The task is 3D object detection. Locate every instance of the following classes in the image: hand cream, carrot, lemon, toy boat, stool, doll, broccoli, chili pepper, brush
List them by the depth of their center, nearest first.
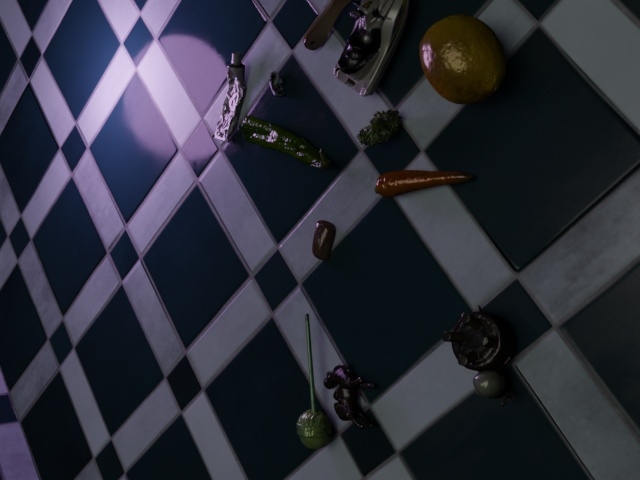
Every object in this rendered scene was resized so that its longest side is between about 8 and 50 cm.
[{"bbox_3d":[0.336,0.239,1.594,0.125,0.121,0.217,-19,71,38],"label":"stool"},{"bbox_3d":[0.299,-0.380,1.612,0.170,0.170,0.207,-39,68,33],"label":"lemon"},{"bbox_3d":[0.228,-0.139,1.741,0.256,0.061,0.061,-8,84,37],"label":"carrot"},{"bbox_3d":[0.136,-0.267,1.798,0.097,0.092,0.095,9,76,30],"label":"broccoli"},{"bbox_3d":[0.112,-0.484,1.805,0.141,0.140,0.270,41,128,34],"label":"toy boat"},{"bbox_3d":[0.064,0.375,1.868,0.165,0.057,0.139,6,95,50],"label":"doll"},{"bbox_3d":[0.053,-0.620,1.908,0.327,0.070,0.065,-52,40,29],"label":"brush"},{"bbox_3d":[-0.083,-0.253,2.002,0.359,0.076,0.085,27,133,42],"label":"chili pepper"},{"bbox_3d":[-0.117,-0.423,2.061,0.038,0.038,0.083,-31,69,36],"label":"toy boat"},{"bbox_3d":[-0.256,-0.408,2.176,0.084,0.050,0.257,26,112,41],"label":"hand cream"}]

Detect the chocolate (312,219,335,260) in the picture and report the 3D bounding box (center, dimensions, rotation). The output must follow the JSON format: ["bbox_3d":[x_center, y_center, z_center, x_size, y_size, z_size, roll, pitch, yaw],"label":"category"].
[{"bbox_3d":[0.000,0.000,1.951,0.064,0.031,0.101,23,105,44],"label":"chocolate"}]

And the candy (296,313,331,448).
[{"bbox_3d":[-0.022,0.352,1.919,0.092,0.093,0.336,-10,81,50],"label":"candy"}]
